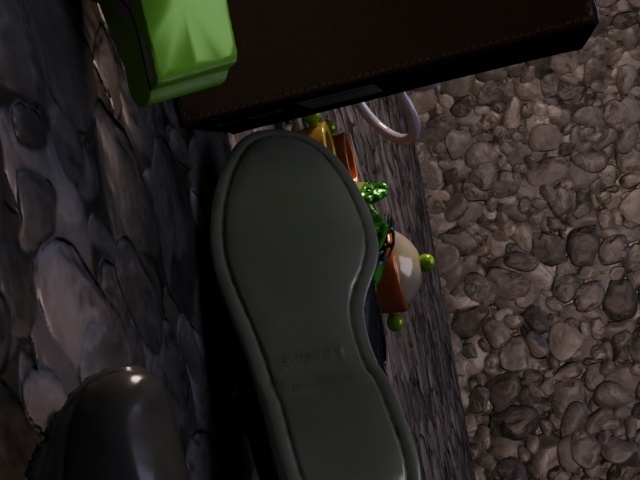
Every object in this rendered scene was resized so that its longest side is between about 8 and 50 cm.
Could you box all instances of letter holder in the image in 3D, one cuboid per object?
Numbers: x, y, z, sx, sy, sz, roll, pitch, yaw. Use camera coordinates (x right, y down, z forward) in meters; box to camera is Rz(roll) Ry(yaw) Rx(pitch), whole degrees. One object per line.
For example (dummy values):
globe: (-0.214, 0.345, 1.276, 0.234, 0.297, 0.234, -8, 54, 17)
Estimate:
letter holder: (0.033, -0.220, 0.847, 0.152, 0.301, 0.215, -22, 100, -80)

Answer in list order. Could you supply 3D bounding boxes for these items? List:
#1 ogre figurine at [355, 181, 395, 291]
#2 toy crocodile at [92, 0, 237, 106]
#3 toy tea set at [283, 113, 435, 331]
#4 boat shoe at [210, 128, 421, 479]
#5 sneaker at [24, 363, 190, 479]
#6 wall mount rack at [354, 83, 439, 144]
ogre figurine: (0.000, 0.000, 0.961, 0.096, 0.197, 0.118, -26, 123, -42)
toy crocodile: (-0.120, -0.245, 0.627, 0.115, 0.105, 0.341, -29, 113, -36)
toy tea set: (0.043, -0.069, 1.236, 0.200, 0.124, 0.336, -83, 159, -61)
boat shoe: (-0.013, 0.074, 0.807, 0.113, 0.127, 0.340, 109, -31, -51)
sneaker: (-0.040, 0.188, 0.451, 0.109, 0.130, 0.286, 21, 56, -76)
wall mount rack: (0.024, -0.285, 1.293, 0.304, 0.130, 0.350, 17, -36, 58)
